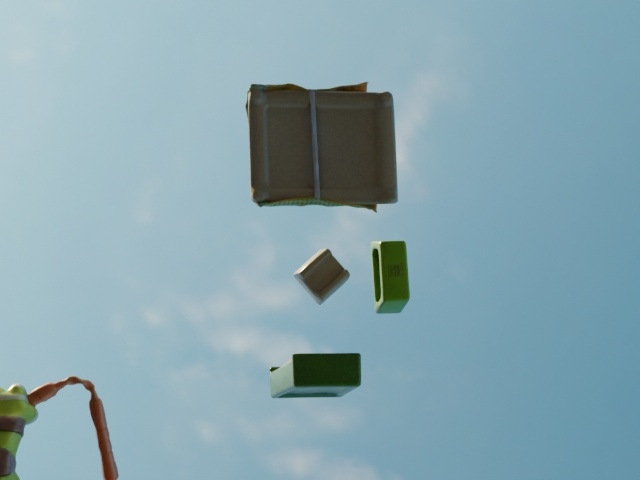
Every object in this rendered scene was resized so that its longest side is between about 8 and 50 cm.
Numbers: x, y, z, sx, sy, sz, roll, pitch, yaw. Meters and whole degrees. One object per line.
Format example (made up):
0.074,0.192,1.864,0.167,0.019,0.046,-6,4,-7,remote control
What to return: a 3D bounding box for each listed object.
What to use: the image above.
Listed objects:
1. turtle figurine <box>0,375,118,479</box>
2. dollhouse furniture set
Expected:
-0.229,0.203,0.830,0.087,0.217,0.269,156,-57,-69,turtle figurine
0.000,0.000,0.695,0.076,0.058,0.151,-1,-100,-12,dollhouse furniture set
